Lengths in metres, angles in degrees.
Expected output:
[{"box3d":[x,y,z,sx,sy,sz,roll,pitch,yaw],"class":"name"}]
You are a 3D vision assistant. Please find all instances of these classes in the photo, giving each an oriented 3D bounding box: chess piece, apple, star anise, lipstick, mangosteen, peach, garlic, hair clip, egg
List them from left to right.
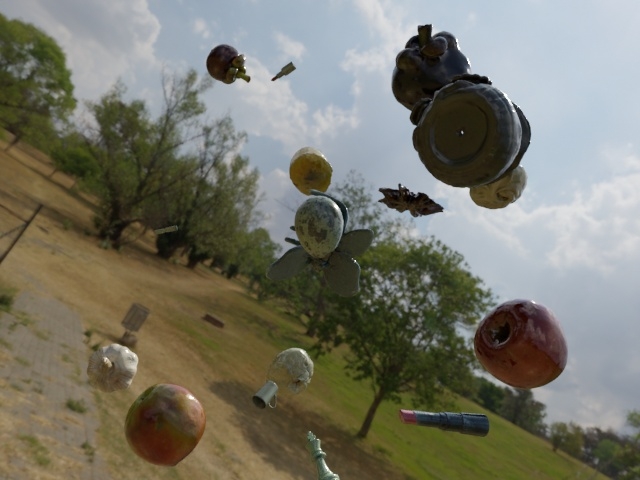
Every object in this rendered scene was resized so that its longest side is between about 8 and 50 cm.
[{"box3d":[-0.827,0.501,2.032,0.199,0.199,0.226,31,-24,-2],"class":"garlic"},{"box3d":[-0.458,0.544,1.519,0.231,0.231,0.231,30,-10,6],"class":"peach"},{"box3d":[-0.374,-0.692,2.053,0.181,0.145,0.156,57,-24,8],"class":"mangosteen"},{"box3d":[-0.171,-0.756,2.315,0.030,0.129,0.030,33,33,-56],"class":"lipstick"},{"box3d":[-0.006,0.532,1.244,0.059,0.059,0.149,42,12,-46],"class":"chess piece"},{"box3d":[-0.004,-0.035,1.386,0.132,0.172,0.132,-3,18,1],"class":"egg"},{"box3d":[0.000,0.000,1.961,0.392,0.318,0.238,15,30,-25],"class":"hair clip"},{"box3d":[0.369,-0.159,2.093,0.288,0.088,0.288,18,-11,4],"class":"star anise"},{"box3d":[0.365,-0.566,1.710,0.287,0.288,0.233,32,10,-3],"class":"mangosteen"},{"box3d":[0.295,0.433,1.234,0.234,0.054,0.053,13,-5,-18],"class":"lipstick"},{"box3d":[0.584,0.306,1.497,0.216,0.260,0.260,35,-11,-23],"class":"apple"}]

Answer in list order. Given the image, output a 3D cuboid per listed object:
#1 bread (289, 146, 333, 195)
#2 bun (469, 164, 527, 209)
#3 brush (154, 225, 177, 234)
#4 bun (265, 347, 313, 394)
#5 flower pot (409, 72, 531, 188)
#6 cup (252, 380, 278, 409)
[{"box3d":[-0.045,-0.307,2.264,0.197,0.197,0.171,36,23,-25],"class":"bread"},{"box3d":[0.560,-0.157,1.589,0.183,0.102,0.183,-3,-40,-3],"class":"bun"},{"box3d":[-0.535,-0.035,1.778,0.083,0.016,0.013,-12,-4,5],"class":"brush"},{"box3d":[-0.120,0.562,2.156,0.220,0.220,0.134,40,-3,-41],"class":"bun"},{"box3d":[0.402,-0.293,1.401,0.301,0.302,0.213,24,15,34],"class":"flower pot"},{"box3d":[-0.174,0.515,1.700,0.074,0.083,0.055,20,-56,22],"class":"cup"}]
